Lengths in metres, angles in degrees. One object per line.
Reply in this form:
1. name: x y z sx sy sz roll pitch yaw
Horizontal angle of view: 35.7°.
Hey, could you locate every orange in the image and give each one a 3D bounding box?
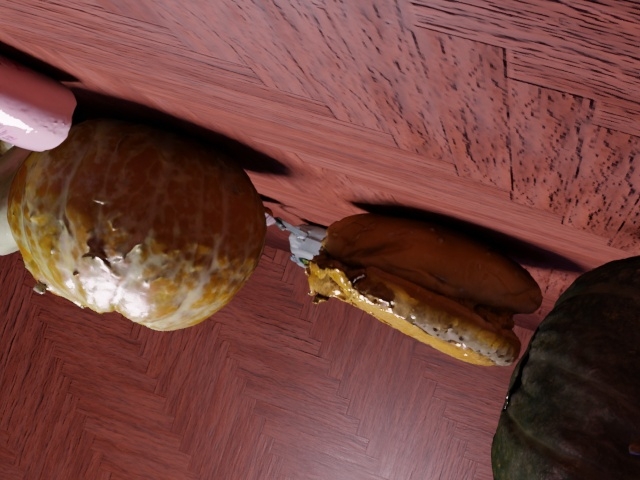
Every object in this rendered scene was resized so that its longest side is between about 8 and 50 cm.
1. orange: -0.233 -0.020 1.277 0.329 0.249 0.329 16 170 3

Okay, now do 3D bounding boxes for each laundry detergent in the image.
1. laundry detergent: -0.426 -0.190 1.032 0.335 0.087 0.159 23 174 -41

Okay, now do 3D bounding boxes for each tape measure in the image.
1. tape measure: -0.001 -0.001 1.850 0.164 0.084 0.330 18 166 10

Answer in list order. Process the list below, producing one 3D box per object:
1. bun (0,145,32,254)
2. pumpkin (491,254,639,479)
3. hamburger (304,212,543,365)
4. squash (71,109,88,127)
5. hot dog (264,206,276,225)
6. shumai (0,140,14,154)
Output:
1. bun: -0.449 -0.097 1.658 0.293 0.187 0.293 -21 -179 0
2. pumpkin: 0.304 0.173 0.877 0.291 0.327 0.257 42 174 -31
3. hamburger: 0.136 0.058 1.319 0.319 0.158 0.318 19 177 1
4. squash: -0.355 -0.154 1.323 0.066 0.066 0.252 18 176 13
5. hot dog: -0.149 -0.060 1.756 0.108 0.059 0.191 23 177 -28
6. shumai: -0.608 -0.181 1.980 0.124 0.087 0.099 21 177 -21
